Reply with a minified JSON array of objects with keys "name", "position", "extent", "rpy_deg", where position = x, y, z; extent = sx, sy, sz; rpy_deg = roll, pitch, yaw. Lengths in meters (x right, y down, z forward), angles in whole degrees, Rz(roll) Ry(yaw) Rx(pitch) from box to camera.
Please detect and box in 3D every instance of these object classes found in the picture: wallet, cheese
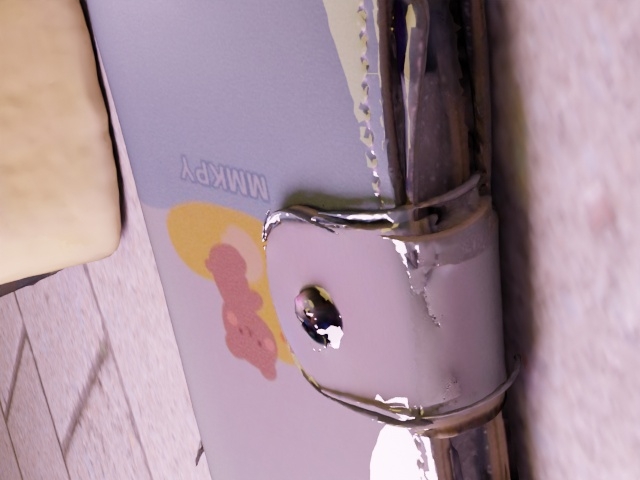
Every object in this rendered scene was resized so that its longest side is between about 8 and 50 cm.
[{"name":"wallet","position":[0.000,0.000,0.523],"extent":[0.170,0.069,0.231],"rpy_deg":[18,126,48]},{"name":"cheese","position":[-0.231,-0.200,0.998],"extent":[0.384,0.104,0.384],"rpy_deg":[165,90,-73]}]

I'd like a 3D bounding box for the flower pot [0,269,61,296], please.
[{"name":"flower pot","position":[-0.247,-0.024,1.186],"extent":[0.157,0.107,0.157],"rpy_deg":[162,90,-72]}]
